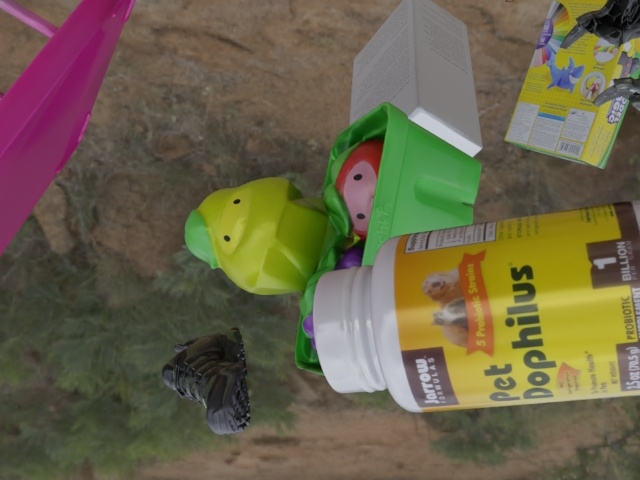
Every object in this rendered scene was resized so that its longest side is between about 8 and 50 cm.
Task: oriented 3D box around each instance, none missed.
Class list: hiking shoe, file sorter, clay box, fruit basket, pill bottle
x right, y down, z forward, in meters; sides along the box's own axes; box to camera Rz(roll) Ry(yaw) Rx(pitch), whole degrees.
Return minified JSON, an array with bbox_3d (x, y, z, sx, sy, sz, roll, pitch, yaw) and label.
[{"bbox_3d":[-0.157,0.197,1.062,0.114,0.086,0.227,-9,-162,-3],"label":"hiking shoe"},{"bbox_3d":[-0.273,-0.065,0.478,0.182,0.290,0.202,30,142,-12],"label":"file sorter"},{"bbox_3d":[0.316,-0.208,0.938,0.053,0.222,0.127,13,-171,-36],"label":"clay box"},{"bbox_3d":[0.000,0.000,1.099,0.392,0.392,0.283,8,173,-16],"label":"fruit basket"},{"bbox_3d":[0.109,0.047,0.500,0.215,0.117,0.117,-9,154,18],"label":"pill bottle"}]

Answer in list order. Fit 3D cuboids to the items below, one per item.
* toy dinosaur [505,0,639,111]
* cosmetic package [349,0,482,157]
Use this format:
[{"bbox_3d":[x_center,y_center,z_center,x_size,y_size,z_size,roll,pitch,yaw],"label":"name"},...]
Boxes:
[{"bbox_3d":[0.302,-0.223,0.634,0.322,0.164,0.218,10,147,1],"label":"toy dinosaur"},{"bbox_3d":[0.187,-0.295,1.621,0.161,0.453,0.230,28,131,-20],"label":"cosmetic package"}]
